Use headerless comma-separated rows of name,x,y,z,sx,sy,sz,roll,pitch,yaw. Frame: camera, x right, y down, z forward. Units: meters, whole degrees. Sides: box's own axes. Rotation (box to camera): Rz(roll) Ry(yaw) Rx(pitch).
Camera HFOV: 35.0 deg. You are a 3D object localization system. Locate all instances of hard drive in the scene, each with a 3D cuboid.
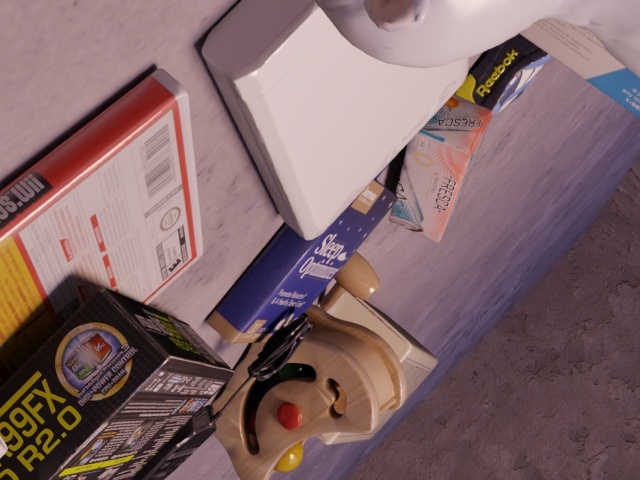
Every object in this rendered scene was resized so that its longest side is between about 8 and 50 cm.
hard drive,0.030,-0.123,0.702,0.203,0.040,0.307,-47,164,-8

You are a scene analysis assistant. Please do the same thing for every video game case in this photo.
video game case,-0.179,0.049,0.567,0.285,0.025,0.204,-43,164,-21

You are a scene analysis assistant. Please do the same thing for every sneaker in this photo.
sneaker,0.192,-0.176,1.001,0.144,0.053,0.059,-44,166,16

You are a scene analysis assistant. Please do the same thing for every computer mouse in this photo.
computer mouse,-0.101,0.147,0.948,0.242,0.041,0.071,-44,164,7

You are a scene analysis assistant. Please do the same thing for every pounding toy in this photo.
pounding toy,0.014,0.145,1.082,0.155,0.154,0.269,-24,152,-56

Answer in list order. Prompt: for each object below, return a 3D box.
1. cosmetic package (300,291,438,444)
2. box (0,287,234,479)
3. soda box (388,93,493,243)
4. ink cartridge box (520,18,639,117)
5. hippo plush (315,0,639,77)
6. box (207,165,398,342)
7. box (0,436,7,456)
cosmetic package,0.051,0.172,1.331,0.160,0.113,0.309,-49,165,0
box,-0.168,0.140,0.675,0.216,0.060,0.270,-45,171,-4
soda box,0.115,-0.070,0.999,0.058,0.063,0.183,-61,170,-25
ink cartridge box,0.282,-0.242,0.761,0.129,0.223,0.307,-43,164,-21
hippo plush,0.103,-0.167,0.502,0.234,0.237,0.294,-113,-159,-65
box,0.000,0.000,0.925,0.225,0.036,0.136,-52,164,6
box,-0.235,0.099,0.366,0.203,0.114,0.103,-45,164,-19
